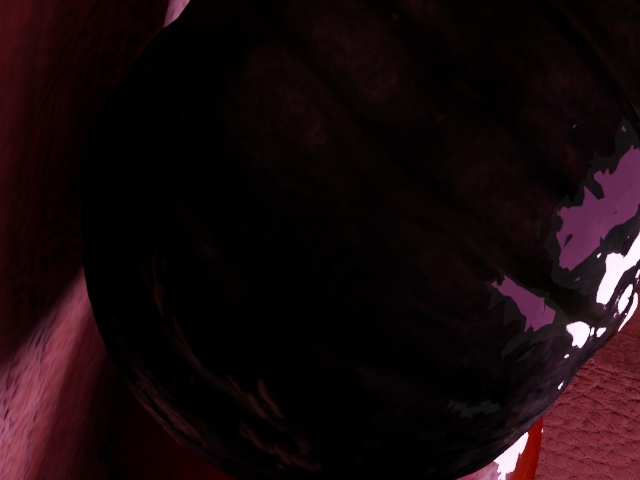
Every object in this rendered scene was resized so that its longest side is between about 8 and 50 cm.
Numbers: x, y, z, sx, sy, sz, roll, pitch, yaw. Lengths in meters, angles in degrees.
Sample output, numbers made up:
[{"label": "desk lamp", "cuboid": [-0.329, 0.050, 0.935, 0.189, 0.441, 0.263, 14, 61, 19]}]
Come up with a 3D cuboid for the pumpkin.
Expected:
[{"label": "pumpkin", "cuboid": [0.023, -0.033, 0.465, 0.250, 0.216, 0.250, -37, 180, 0]}]

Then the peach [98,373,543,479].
[{"label": "peach", "cuboid": [0.029, 0.078, 0.732, 0.258, 0.201, 0.361, -39, 146, -38]}]
